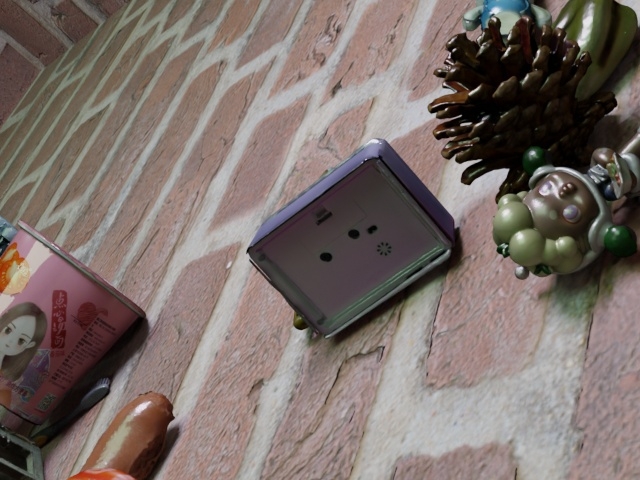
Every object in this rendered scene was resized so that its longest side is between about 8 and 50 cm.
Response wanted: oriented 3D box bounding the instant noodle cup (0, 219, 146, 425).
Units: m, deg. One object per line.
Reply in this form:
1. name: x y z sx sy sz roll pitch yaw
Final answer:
1. instant noodle cup: -0.425 0.129 1.644 0.231 0.243 0.243 -53 25 -9

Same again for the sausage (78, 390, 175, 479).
1. sausage: -0.273 0.323 1.307 0.087 0.079 0.327 -30 27 55

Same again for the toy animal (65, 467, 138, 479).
1. toy animal: -0.253 0.340 1.165 0.171 0.171 0.198 -8 49 54

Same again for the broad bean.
1. broad bean: 0.264 -0.191 1.228 0.207 0.072 0.153 -47 18 32

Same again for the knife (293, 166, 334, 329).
1. knife: 0.001 -0.001 1.402 0.061 0.027 0.343 -40 23 24

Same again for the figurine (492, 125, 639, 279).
1. figurine: 0.243 -0.041 0.994 0.197 0.093 0.147 -44 54 7

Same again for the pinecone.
1. pinecone: 0.195 -0.134 1.098 0.179 0.195 0.150 -46 33 1

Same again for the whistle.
1. whistle: 0.232 -0.280 1.369 0.113 0.077 0.236 1 30 6

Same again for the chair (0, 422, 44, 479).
1. chair: -0.499 0.313 1.581 0.147 0.136 0.270 -45 32 11

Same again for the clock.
1. clock: 0.036 0.000 1.205 0.193 0.145 0.073 -36 15 23

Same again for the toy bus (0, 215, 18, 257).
1. toy bus: -0.551 0.071 1.988 0.152 0.190 0.312 -51 25 -9

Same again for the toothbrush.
1. toothbrush: -0.431 0.304 1.655 0.321 0.023 0.031 -38 19 17
